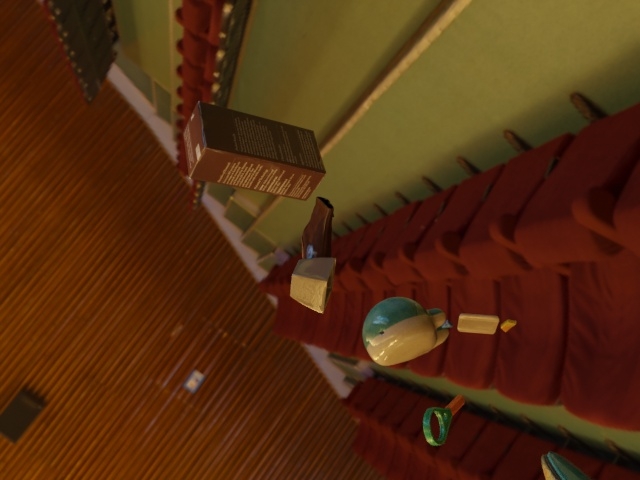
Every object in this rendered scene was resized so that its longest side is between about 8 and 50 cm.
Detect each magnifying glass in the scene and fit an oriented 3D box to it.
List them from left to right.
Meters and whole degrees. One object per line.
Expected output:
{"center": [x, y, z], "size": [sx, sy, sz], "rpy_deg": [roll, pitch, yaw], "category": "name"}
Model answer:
{"center": [0.325, 0.456, 1.738], "size": [0.026, 0.231, 0.092], "rpy_deg": [-16, 91, 32], "category": "magnifying glass"}

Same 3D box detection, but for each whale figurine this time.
{"center": [0.212, 0.218, 1.655], "size": [0.272, 0.216, 0.141], "rpy_deg": [13, -137, -53], "category": "whale figurine"}

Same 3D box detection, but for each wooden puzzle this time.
{"center": [0.276, 0.144, 1.171], "size": [0.116, 0.014, 0.078], "rpy_deg": [6, 153, 4], "category": "wooden puzzle"}

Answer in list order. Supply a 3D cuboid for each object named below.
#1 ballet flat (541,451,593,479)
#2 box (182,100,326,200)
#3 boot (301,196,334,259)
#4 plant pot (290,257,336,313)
{"center": [0.549, 0.560, 1.343], "size": [0.123, 0.123, 0.348], "rpy_deg": [42, 177, -27], "category": "ballet flat"}
{"center": [-0.190, -0.252, 1.935], "size": [0.381, 0.143, 0.191], "rpy_deg": [11, -133, -31], "category": "box"}
{"center": [0.000, 0.000, 1.981], "size": [0.090, 0.207, 0.248], "rpy_deg": [6, -157, -19], "category": "boot"}
{"center": [-0.022, 0.107, 1.726], "size": [0.096, 0.109, 0.109], "rpy_deg": [12, 125, 7], "category": "plant pot"}
